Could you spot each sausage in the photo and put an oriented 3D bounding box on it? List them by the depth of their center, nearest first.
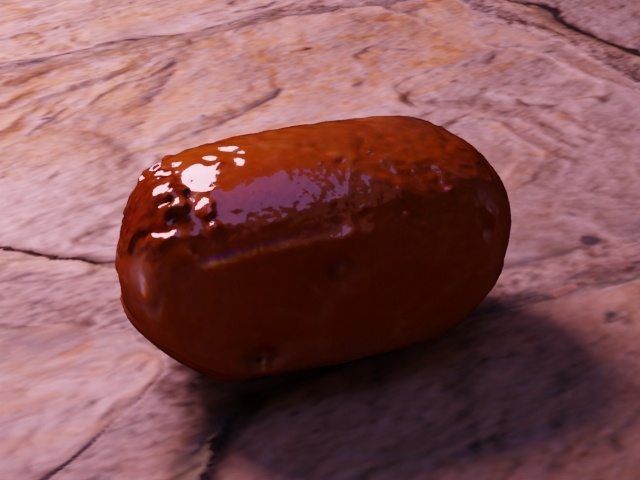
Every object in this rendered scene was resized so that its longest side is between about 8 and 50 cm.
[{"bbox_3d":[0.000,0.001,0.758,0.268,0.153,0.141,-10,33,-17],"label":"sausage"}]
